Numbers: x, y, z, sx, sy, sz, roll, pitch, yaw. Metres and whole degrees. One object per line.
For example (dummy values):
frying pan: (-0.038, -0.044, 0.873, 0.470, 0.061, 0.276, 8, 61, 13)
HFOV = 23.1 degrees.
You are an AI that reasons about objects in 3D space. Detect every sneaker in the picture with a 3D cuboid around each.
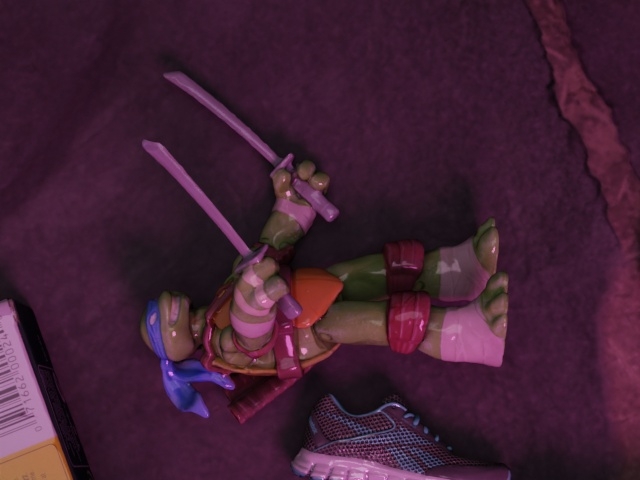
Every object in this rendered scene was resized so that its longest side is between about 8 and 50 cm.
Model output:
sneaker: (0.063, 0.154, 1.183, 0.166, 0.065, 0.076, 8, 79, 2)

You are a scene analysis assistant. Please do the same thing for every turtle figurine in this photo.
turtle figurine: (0.000, 0.000, 1.138, 0.266, 0.198, 0.275, 1, 86, -1)

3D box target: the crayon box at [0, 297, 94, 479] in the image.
crayon box: (-0.340, 0.194, 1.185, 0.318, 0.081, 0.202, -21, 82, -1)
